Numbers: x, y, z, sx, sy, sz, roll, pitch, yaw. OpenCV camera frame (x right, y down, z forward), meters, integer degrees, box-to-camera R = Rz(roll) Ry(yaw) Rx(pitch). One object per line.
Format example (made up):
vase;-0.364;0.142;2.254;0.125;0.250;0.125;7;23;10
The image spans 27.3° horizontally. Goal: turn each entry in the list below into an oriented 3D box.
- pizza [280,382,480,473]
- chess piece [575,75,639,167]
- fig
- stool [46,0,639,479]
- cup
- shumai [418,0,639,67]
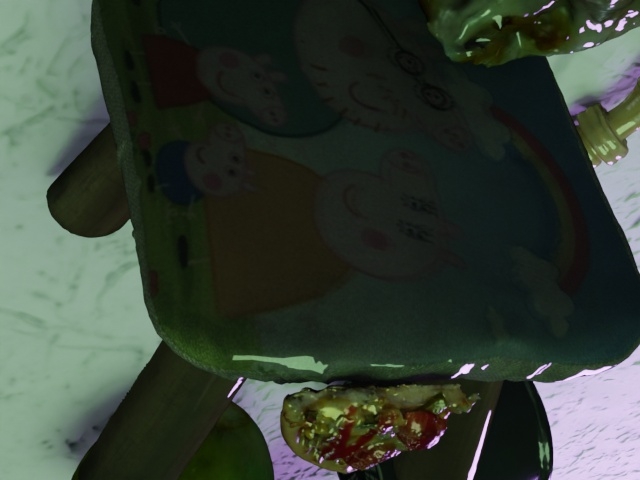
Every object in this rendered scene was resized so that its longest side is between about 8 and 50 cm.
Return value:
pizza;0.016;0.098;0.675;0.099;0.029;0.100;17;139;-41
chess piece;0.222;-0.085;1.017;0.172;0.060;0.060;-34;139;21
fig;-0.123;0.223;1.134;0.181;0.181;0.191;15;108;-35
stool;0.000;0.000;0.832;0.310;0.310;0.226;2;143;-23
cup;0.108;0.161;1.189;0.177;0.169;0.223;-11;110;-17
shumai;0.152;-0.211;0.729;0.222;0.225;0.260;-6;120;6
